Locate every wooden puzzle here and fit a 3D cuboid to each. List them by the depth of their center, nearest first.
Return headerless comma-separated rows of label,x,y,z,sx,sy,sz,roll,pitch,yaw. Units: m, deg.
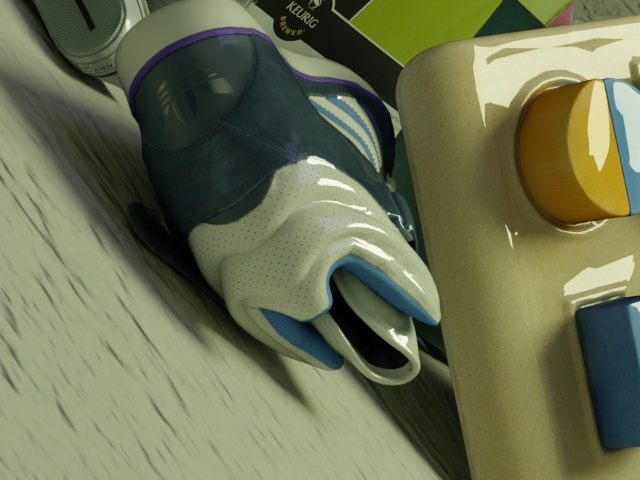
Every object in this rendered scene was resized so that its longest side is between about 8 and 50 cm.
wooden puzzle,0.236,0.006,1.221,0.080,0.347,0.322,-8,-87,58

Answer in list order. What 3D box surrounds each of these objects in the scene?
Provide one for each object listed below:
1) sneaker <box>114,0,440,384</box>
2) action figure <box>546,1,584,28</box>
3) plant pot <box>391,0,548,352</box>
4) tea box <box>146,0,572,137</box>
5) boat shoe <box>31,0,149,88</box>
sneaker,0.000,0.000,1.119,0.236,0.130,0.323,63,12,21
action figure,0.161,-0.144,1.879,0.275,0.248,0.370,-18,86,-50
plant pot,0.147,-0.028,1.400,0.165,0.234,0.166,32,14,-51
tea box,0.032,-0.266,1.563,0.220,0.323,0.329,55,13,31
boat shoe,-0.170,-0.186,1.221,0.076,0.083,0.226,50,16,-58
